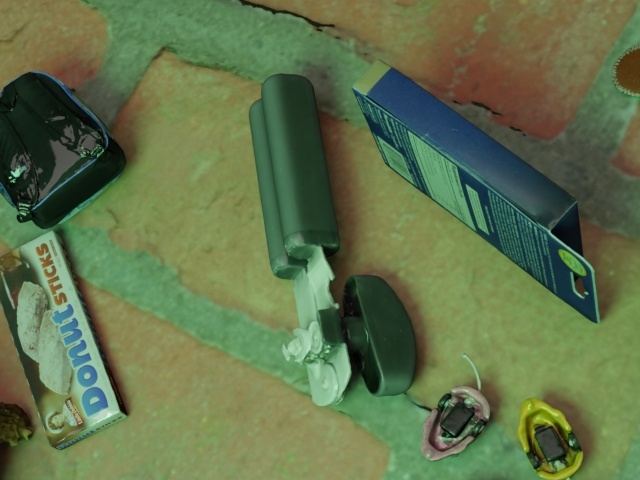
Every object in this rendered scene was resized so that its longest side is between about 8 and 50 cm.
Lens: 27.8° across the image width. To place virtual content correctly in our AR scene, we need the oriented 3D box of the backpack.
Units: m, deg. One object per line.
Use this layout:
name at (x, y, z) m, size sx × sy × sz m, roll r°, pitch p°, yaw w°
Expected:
backpack at (-0.233, -0.076, 1.097) m, size 0.105 × 0.084 × 0.114 m, roll -40°, pitch 70°, yaw -5°

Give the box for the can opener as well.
can opener at (0.000, 0.000, 1.026) m, size 0.093 × 0.074 × 0.280 m, roll -3°, pitch 65°, yaw -24°

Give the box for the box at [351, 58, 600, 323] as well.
box at (0.126, -0.034, 0.960) m, size 0.225 × 0.136 × 0.036 m, roll 41°, pitch 82°, yaw 24°

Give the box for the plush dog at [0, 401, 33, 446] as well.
plush dog at (-0.330, 0.227, 0.972) m, size 0.262 × 0.211 × 0.225 m, roll 2°, pitch 82°, yaw 45°

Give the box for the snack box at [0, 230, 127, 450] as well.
snack box at (-0.218, 0.080, 1.064) m, size 0.064 × 0.022 × 0.178 m, roll -26°, pitch 64°, yaw 1°

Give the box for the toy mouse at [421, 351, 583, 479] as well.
toy mouse at (0.115, 0.165, 0.939) m, size 0.143 × 0.031 × 0.161 m, roll -30°, pitch 64°, yaw 0°

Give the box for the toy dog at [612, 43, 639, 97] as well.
toy dog at (0.287, -0.196, 0.963) m, size 0.161 × 0.220 × 0.333 m, roll 7°, pitch 59°, yaw -7°
